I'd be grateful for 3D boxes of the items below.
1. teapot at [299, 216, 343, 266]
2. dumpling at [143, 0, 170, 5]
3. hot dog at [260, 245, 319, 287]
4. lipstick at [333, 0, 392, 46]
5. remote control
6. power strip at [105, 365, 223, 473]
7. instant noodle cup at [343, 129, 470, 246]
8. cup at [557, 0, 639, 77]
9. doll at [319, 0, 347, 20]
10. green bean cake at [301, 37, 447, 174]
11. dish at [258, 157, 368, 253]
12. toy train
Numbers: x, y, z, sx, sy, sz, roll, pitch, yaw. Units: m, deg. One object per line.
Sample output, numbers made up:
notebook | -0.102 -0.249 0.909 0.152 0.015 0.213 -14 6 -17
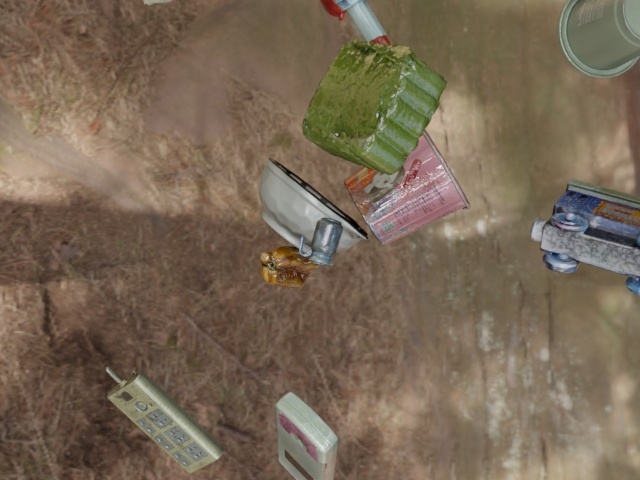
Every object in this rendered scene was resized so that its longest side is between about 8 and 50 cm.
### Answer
teapot | 0.002 0.000 1.427 0.064 0.049 0.083 19 83 -22
dumpling | -0.139 -0.397 0.929 0.175 0.227 0.243 -14 134 -12
hot dog | -0.072 0.056 1.839 0.100 0.068 0.249 -51 163 6
lipstick | 0.061 -0.442 1.488 0.274 0.061 0.068 54 28 -20
remote control | -0.030 0.433 1.667 0.050 0.145 0.344 -38 156 -24
power strip | -0.289 0.317 1.449 0.268 0.092 0.034 48 31 -16
instant noodle cup | 0.203 -0.124 1.938 0.243 0.231 0.243 56 10 -15
cup | 0.365 -0.267 0.978 0.120 0.141 0.120 0 89 -8
doll | 0.028 -0.659 2.036 0.085 0.183 0.217 -19 71 -15
green bean cake | 0.083 -0.224 1.345 0.113 0.214 0.200 33 83 -42
dish | -0.034 -0.052 1.764 0.120 0.303 0.303 -51 137 5
toy train | 0.567 -0.002 1.544 0.202 0.300 0.131 -36 137 -46
